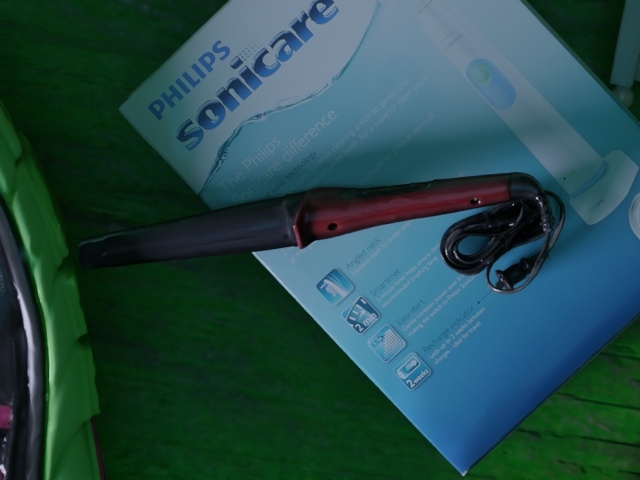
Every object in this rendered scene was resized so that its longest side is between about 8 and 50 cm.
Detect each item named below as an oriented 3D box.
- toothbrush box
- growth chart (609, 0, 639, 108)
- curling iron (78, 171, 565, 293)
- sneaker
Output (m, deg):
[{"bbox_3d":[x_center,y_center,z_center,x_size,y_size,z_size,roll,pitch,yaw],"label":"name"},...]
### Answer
[{"bbox_3d":[0.060,-0.046,1.120,0.216,0.126,0.295,-44,92,4],"label":"toothbrush box"},{"bbox_3d":[0.289,-0.122,1.121,0.237,0.021,0.172,14,121,-5],"label":"growth chart"},{"bbox_3d":[0.000,0.000,1.045,0.274,0.035,0.068,-2,94,3],"label":"curling iron"},{"bbox_3d":[-0.236,0.097,1.089,0.202,0.185,0.482,-9,92,-16],"label":"sneaker"}]
